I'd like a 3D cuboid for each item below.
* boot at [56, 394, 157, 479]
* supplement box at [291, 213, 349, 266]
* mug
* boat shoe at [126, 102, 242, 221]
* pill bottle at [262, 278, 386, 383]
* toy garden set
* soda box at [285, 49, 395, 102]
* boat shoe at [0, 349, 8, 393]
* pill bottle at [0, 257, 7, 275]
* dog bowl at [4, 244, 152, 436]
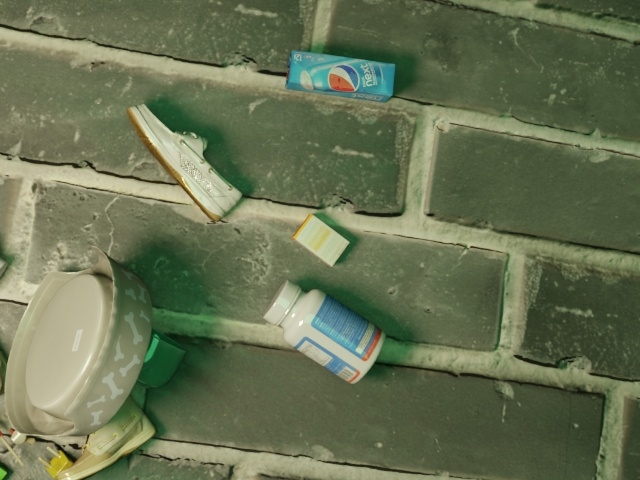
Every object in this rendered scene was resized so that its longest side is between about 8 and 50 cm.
[{"bbox_3d":[-0.427,0.343,1.836,0.213,0.077,0.165,-30,90,-39],"label":"boot"},{"bbox_3d":[0.000,0.000,1.970,0.098,0.036,0.062,37,82,-5],"label":"supplement box"},{"bbox_3d":[-0.339,0.213,1.850,0.158,0.129,0.097,32,86,-36],"label":"mug"},{"bbox_3d":[-0.260,-0.167,1.914,0.096,0.098,0.277,-42,103,-9],"label":"boat shoe"},{"bbox_3d":[0.005,0.171,1.917,0.221,0.124,0.124,34,82,-6],"label":"pill bottle"},{"bbox_3d":[-0.576,0.443,1.851,0.244,0.049,0.204,39,84,-4],"label":"toy garden set"},{"bbox_3d":[0.039,-0.328,1.978,0.210,0.071,0.067,6,86,-9],"label":"soda box"},{"bbox_3d":[-0.681,0.164,1.822,0.109,0.098,0.302,-36,92,-9],"label":"boat shoe"},{"bbox_3d":[-0.680,0.020,1.829,0.184,0.103,0.103,35,82,-5],"label":"pill bottle"},{"bbox_3d":[-0.426,0.187,1.754,0.102,0.349,0.348,26,82,-37],"label":"dog bowl"}]
